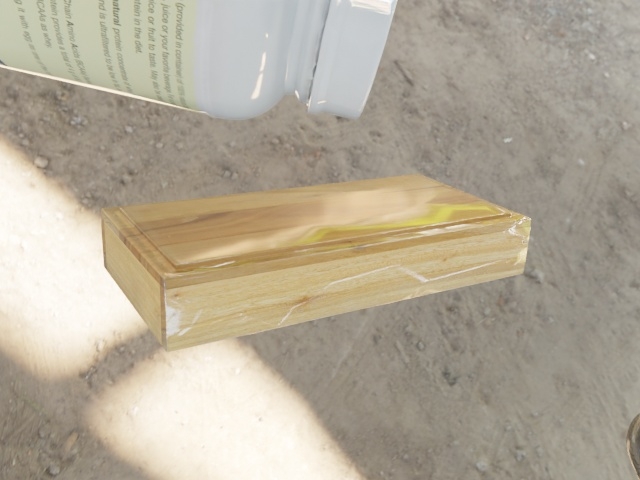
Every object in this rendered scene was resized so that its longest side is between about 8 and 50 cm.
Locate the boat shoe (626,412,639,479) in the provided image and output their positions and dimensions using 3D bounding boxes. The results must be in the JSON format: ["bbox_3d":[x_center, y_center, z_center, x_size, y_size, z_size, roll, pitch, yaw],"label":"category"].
[{"bbox_3d":[0.292,0.231,0.377,0.122,0.120,0.324,31,35,-59],"label":"boat shoe"}]

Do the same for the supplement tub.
[{"bbox_3d":[-0.112,-0.204,0.405,0.325,0.235,0.235,13,55,-3],"label":"supplement tub"}]

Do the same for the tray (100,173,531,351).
[{"bbox_3d":[0.000,0.000,0.748,0.411,0.076,0.203,-10,23,-29],"label":"tray"}]
